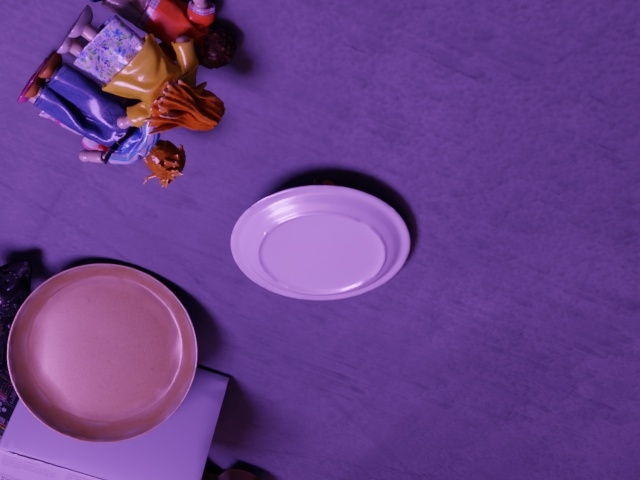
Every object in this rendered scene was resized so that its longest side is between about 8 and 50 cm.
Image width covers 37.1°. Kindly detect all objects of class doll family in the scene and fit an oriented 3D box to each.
[{"bbox_3d":[-0.184,-0.129,0.907,0.163,0.118,0.263,32,136,-22],"label":"doll family"}]

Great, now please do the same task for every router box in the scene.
[{"bbox_3d":[-0.476,0.254,1.447,0.038,0.092,0.122,-21,129,33],"label":"router box"}]

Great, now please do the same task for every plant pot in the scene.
[{"bbox_3d":[-0.276,0.142,1.219,0.236,0.032,0.236,-1,101,-7],"label":"plant pot"}]

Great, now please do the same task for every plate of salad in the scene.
[{"bbox_3d":[0.000,0.000,1.066,0.200,0.048,0.199,-1,140,-1],"label":"plate of salad"}]

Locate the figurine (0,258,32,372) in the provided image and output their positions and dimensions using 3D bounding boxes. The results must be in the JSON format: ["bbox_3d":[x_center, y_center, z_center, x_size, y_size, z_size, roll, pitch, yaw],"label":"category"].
[{"bbox_3d":[-0.466,0.117,1.199,0.092,0.215,0.209,51,141,13],"label":"figurine"}]

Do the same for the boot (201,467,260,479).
[{"bbox_3d":[-0.251,0.408,1.578,0.284,0.109,0.220,18,144,-18],"label":"boot"}]

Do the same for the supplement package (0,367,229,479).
[{"bbox_3d":[-0.288,0.265,1.324,0.262,0.204,0.145,20,141,-9],"label":"supplement package"}]
